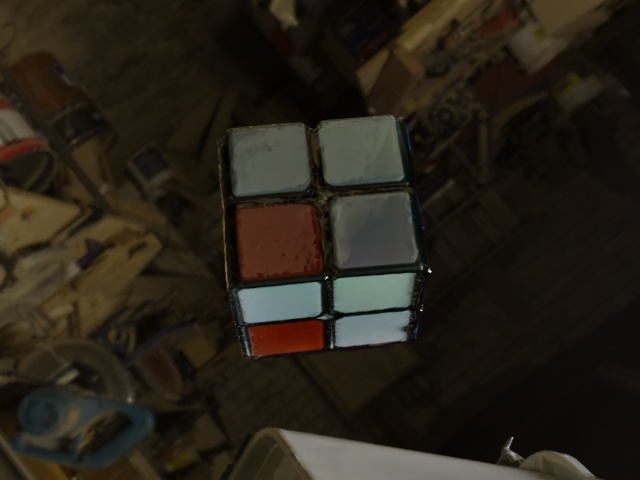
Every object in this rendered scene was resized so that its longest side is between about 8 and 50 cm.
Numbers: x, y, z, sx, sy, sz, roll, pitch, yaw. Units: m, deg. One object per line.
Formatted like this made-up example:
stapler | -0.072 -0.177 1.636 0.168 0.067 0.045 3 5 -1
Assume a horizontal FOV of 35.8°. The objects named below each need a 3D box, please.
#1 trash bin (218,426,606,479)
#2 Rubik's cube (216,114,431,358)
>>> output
trash bin | 0.081 0.269 0.707 0.367 0.296 0.256 23 103 -35
Rubik's cube | 0.000 0.001 0.944 0.180 0.167 0.183 -5 152 -4
